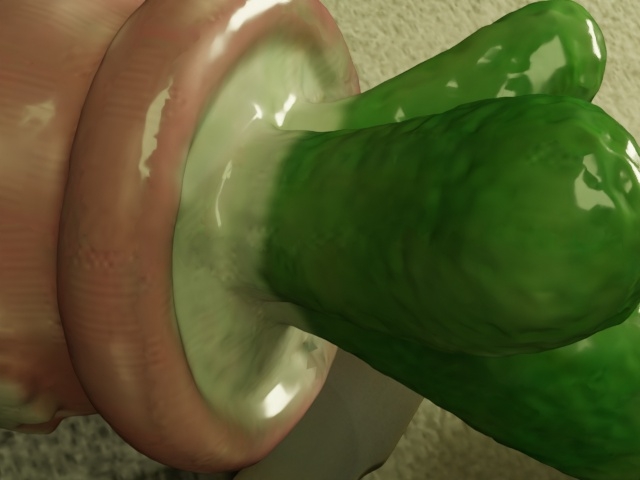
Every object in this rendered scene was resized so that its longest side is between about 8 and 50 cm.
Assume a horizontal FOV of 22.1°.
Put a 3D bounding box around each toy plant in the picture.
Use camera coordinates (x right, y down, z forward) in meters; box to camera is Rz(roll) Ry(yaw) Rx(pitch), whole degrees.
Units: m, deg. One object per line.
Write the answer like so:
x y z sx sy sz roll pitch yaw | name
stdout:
-0.006 0.003 0.692 0.356 0.317 0.210 4 68 21 | toy plant

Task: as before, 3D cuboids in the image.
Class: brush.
-0.008 0.113 0.767 0.060 0.050 0.321 30 56 6 | brush
